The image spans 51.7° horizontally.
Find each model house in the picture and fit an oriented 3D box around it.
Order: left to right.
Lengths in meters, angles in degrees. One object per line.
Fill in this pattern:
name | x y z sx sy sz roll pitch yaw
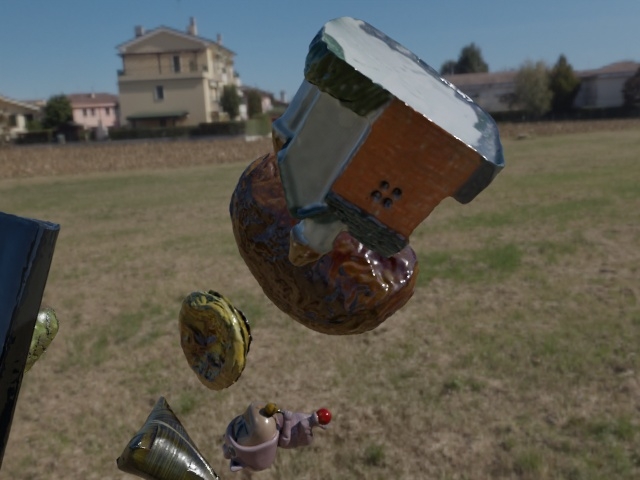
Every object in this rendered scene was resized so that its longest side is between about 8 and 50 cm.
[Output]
model house | 0.045 -0.096 0.875 0.271 0.301 0.190 32 26 -9

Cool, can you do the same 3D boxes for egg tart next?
egg tart | -0.237 0.222 1.518 0.241 0.241 0.105 7 14 44

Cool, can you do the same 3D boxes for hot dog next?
hot dog | 0.000 0.000 1.225 0.267 0.387 0.174 -36 -17 -23

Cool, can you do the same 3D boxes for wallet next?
wallet | -0.551 0.152 1.058 0.228 0.406 0.062 11 -5 27

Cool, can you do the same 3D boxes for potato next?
potato | -0.594 0.219 1.328 0.054 0.119 0.198 23 45 16

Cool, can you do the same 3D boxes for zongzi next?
zongzi | -0.228 0.362 1.130 0.187 0.084 0.184 35 18 -5

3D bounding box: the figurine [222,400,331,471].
figurine | -0.114 0.473 1.679 0.287 0.186 0.176 -12 20 -3
